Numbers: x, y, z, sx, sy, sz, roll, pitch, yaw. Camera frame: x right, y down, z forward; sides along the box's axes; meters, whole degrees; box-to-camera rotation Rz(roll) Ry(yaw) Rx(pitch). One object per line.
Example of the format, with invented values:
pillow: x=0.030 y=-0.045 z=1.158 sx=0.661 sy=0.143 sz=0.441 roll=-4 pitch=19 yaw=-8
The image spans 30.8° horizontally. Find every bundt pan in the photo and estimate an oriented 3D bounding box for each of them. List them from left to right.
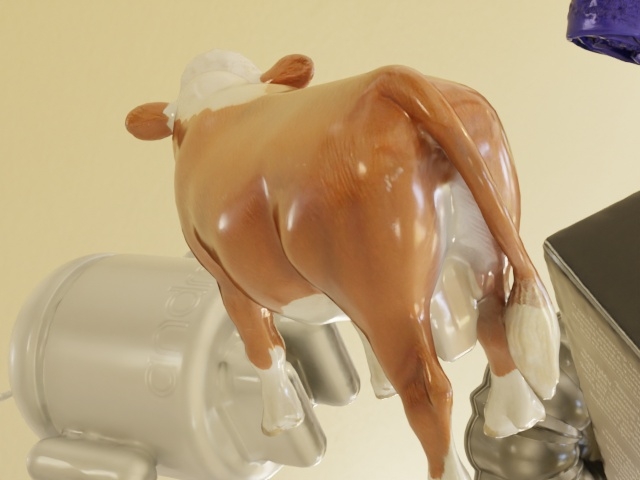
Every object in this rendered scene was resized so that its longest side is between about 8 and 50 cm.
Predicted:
bundt pan: x=0.361 y=0.255 z=1.504 sx=0.330 sy=0.331 sz=0.124 roll=12 pitch=2 yaw=-18

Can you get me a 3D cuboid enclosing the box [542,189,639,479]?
box: x=0.394 y=0.127 z=0.966 sx=0.293 sy=0.395 sz=0.212 roll=-27 pitch=39 yaw=-3

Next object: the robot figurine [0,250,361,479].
robot figurine: x=-0.142 y=0.113 z=1.071 sx=0.353 sy=0.200 sz=0.300 roll=2 pitch=38 yaw=32

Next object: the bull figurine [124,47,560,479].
bull figurine: x=0.000 y=0.000 z=0.521 sx=0.101 sy=0.188 sz=0.310 roll=-23 pitch=12 yaw=-15

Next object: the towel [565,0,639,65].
towel: x=0.299 y=-0.247 z=0.784 sx=0.227 sy=0.308 sz=0.076 roll=14 pitch=0 yaw=-30
